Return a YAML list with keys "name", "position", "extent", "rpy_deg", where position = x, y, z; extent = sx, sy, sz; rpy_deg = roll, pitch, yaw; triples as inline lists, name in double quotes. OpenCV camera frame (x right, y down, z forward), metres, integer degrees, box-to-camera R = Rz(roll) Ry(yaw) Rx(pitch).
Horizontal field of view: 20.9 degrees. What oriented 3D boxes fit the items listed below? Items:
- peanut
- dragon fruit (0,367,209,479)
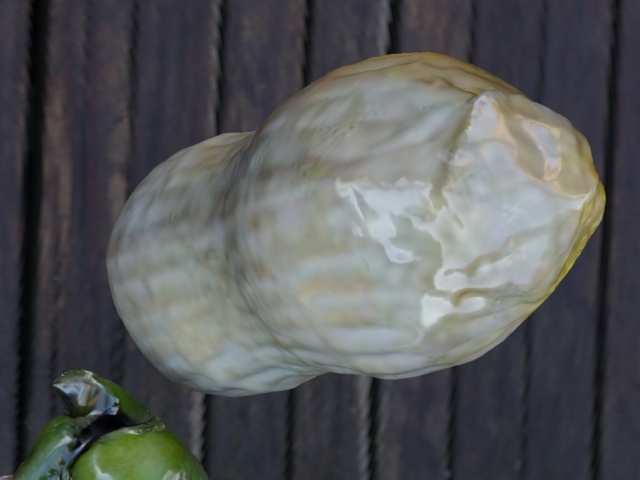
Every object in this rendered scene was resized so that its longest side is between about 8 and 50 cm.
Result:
- name: "peanut"
  position: [0.000, 0.000, 0.500]
  extent: [0.087, 0.207, 0.087]
  rpy_deg: [5, 79, -29]
- name: "dragon fruit"
  position: [-0.088, 0.180, 0.570]
  extent: [0.198, 0.269, 0.200]
  rpy_deg: [11, 57, 2]
